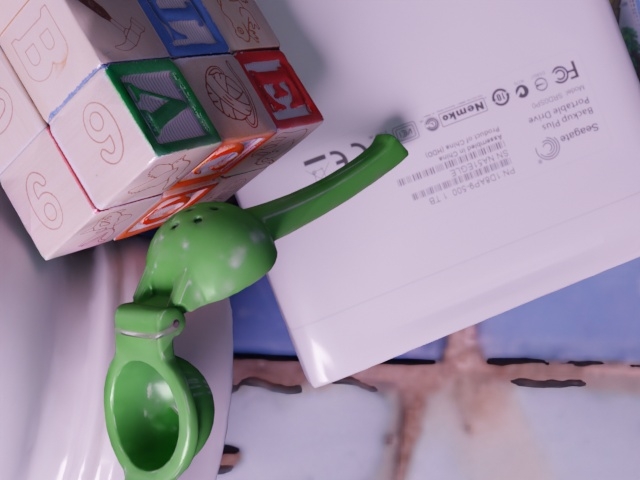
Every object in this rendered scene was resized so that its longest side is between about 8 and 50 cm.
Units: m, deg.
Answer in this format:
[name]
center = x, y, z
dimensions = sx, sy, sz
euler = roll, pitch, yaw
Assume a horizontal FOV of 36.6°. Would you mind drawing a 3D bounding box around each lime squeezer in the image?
[lime squeezer]
center = -0.049, 0.056, 0.417
dimensions = 0.058, 0.110, 0.310
euler = 10, 64, 27

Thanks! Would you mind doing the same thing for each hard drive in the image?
[hard drive]
center = 0.038, -0.127, 0.539
dimensions = 0.233, 0.047, 0.353
euler = -21, 92, -6

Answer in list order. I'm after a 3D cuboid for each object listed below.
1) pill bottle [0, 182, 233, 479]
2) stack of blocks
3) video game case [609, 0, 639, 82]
[pill bottle]
center = -0.255, 0.056, 0.444
dimensions = 0.392, 0.224, 0.224
euler = 13, 92, -24
[stack of blocks]
center = -0.144, -0.145, 0.439
dimensions = 0.087, 0.171, 0.297
euler = -35, 84, 34
[video game case]
center = 0.188, -0.117, 0.585
dimensions = 0.193, 0.023, 0.213
euler = -1, 91, 1
